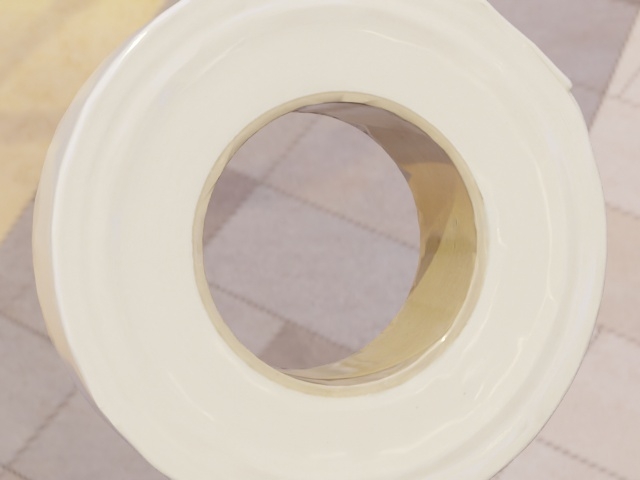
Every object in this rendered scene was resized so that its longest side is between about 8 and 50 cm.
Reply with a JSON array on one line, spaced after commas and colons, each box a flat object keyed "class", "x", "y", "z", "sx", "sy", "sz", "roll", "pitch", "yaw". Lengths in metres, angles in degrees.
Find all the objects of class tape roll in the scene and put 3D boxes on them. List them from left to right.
[{"class": "tape roll", "x": 0.000, "y": 0.000, "z": 0.829, "sx": 0.286, "sy": 0.286, "sz": 0.100, "roll": -30, "pitch": 8, "yaw": -13}]
